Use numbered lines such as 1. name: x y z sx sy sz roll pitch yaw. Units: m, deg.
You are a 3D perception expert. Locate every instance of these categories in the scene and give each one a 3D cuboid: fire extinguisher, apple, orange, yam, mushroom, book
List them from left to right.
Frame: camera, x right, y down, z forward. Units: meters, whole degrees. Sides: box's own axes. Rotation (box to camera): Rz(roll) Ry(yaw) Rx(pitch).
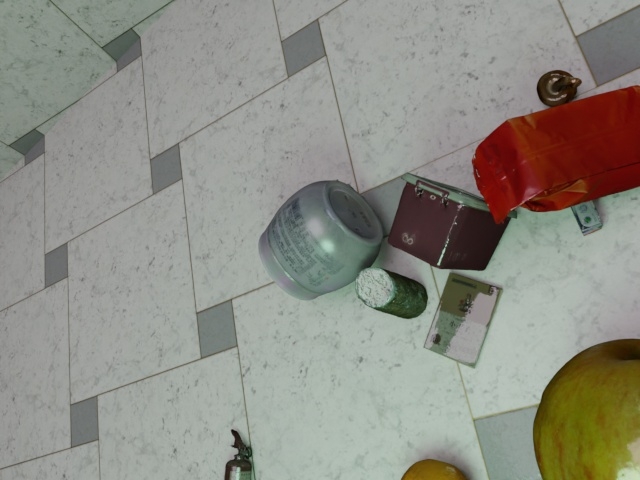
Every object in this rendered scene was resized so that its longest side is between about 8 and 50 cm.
1. fire extinguisher: -0.242 0.654 1.621 0.106 0.075 0.251 -7 74 33
2. yam: 0.170 0.127 1.423 0.107 0.194 0.107 -12 69 34
3. orange: 0.247 0.564 1.266 0.177 0.155 0.177 178 90 -77
4. book: 0.337 0.188 1.402 0.139 0.016 0.198 18 87 36
5. mushroom: 0.561 -0.351 1.365 0.088 0.073 0.129 -45 21 -1
6. apple: 0.560 0.330 0.975 0.401 0.400 0.333 -24 86 27

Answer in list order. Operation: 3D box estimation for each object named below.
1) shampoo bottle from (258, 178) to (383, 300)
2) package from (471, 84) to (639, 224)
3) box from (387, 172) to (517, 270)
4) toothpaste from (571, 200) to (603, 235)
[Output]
1. shampoo bottle: 0.000 0.000 1.525 0.266 0.273 0.272 -38 58 31
2. package: 0.530 -0.178 1.210 0.424 0.123 0.195 -15 60 -6
3. box: 0.296 -0.034 1.337 0.193 0.294 0.167 27 103 37
4. toothpaste: 0.572 -0.109 1.315 0.047 0.040 0.196 -23 65 22
